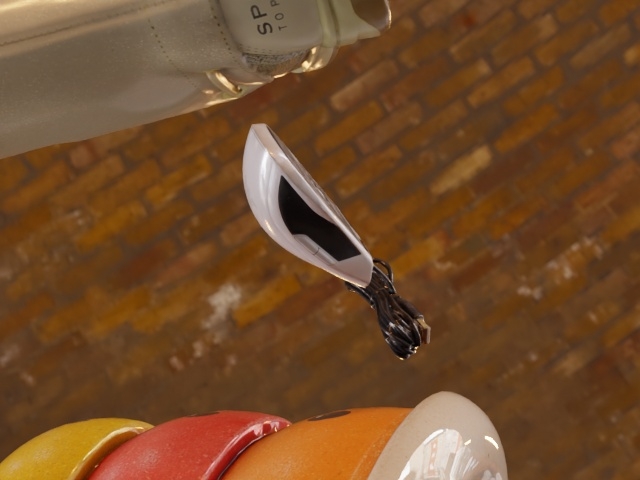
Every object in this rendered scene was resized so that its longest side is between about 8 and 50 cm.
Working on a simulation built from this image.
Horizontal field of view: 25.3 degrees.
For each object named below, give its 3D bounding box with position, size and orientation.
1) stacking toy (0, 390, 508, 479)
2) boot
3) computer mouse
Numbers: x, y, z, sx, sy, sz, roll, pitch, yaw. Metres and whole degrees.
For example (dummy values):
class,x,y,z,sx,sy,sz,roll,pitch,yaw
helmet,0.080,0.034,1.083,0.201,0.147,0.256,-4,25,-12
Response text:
class,x,y,z,sx,sy,sz,roll,pitch,yaw
stacking toy,-0.133,0.230,0.981,0.480,0.350,0.350,12,-39,19
boot,-0.075,-0.070,0.468,0.165,0.213,0.077,-19,-81,-6
computer mouse,0.000,0.000,0.910,0.042,0.106,0.193,-37,-52,6
